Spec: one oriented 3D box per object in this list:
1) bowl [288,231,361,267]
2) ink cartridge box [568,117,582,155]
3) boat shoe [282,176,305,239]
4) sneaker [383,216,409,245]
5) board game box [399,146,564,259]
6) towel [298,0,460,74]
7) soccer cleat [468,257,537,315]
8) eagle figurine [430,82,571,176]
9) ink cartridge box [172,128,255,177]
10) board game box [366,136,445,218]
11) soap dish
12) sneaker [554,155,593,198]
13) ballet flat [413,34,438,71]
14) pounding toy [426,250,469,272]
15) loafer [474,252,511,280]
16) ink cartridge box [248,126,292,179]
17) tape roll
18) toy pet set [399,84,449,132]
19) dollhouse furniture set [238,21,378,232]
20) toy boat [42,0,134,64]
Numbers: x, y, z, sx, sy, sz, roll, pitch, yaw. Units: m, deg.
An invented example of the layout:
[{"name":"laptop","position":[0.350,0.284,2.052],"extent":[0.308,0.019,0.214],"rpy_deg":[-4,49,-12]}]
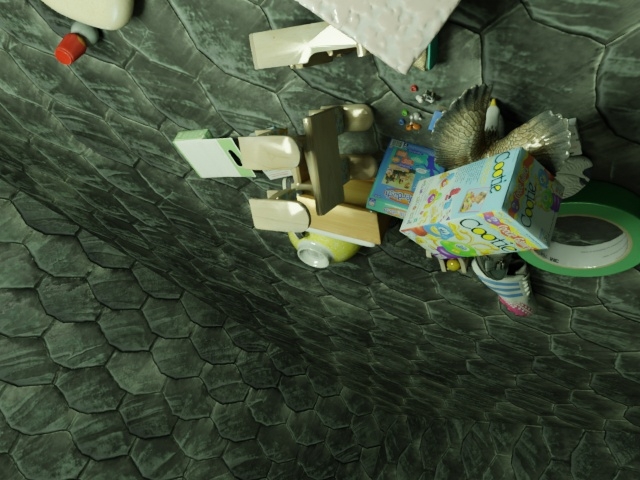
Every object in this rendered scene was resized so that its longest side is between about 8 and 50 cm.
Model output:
[{"name":"bowl","position":[0.000,0.000,1.611],"extent":[0.289,0.156,0.289],"rpy_deg":[17,150,10]},{"name":"ink cartridge box","position":[0.540,-0.223,1.019],"extent":[0.048,0.028,0.083],"rpy_deg":[-4,140,38]},{"name":"boat shoe","position":[-0.069,-0.105,1.490],"extent":[0.065,0.075,0.206],"rpy_deg":[-9,95,19]},{"name":"sneaker","position":[0.227,-0.053,1.423],"extent":[0.130,0.087,0.227],"rpy_deg":[7,157,-11]},{"name":"board game box","position":[0.323,-0.062,0.963],"extent":[0.142,0.144,0.275],"rpy_deg":[33,159,-22]},{"name":"towel","position":[0.097,-0.482,0.725],"extent":[0.332,0.053,0.317],"rpy_deg":[30,112,-14]},{"name":"soccer cleat","position":[0.613,0.135,1.463],"extent":[0.331,0.116,0.143],"rpy_deg":[32,130,-27]},{"name":"eagle figurine","position":[0.357,-0.199,0.995],"extent":[0.226,0.298,0.225],"rpy_deg":[-23,91,10]},{"name":"ink cartridge box","position":[-0.330,-0.276,1.489],"extent":[0.235,0.056,0.171],"rpy_deg":[1,144,27]},{"name":"board game box","position":[0.221,-0.150,1.168],"extent":[0.160,0.210,0.047],"rpy_deg":[19,150,8]},{"name":"soap dish","position":[0.063,-0.112,1.337],"extent":[0.291,0.229,0.118],"rpy_deg":[14,132,14]},{"name":"sneaker","position":[0.513,-0.135,1.124],"extent":[0.235,0.153,0.094],"rpy_deg":[-39,104,16]},{"name":"ballet flat","position":[0.195,-0.422,0.897],"extent":[0.067,0.073,0.206],"rpy_deg":[27,149,22]},{"name":"pounding toy","position":[0.405,0.008,1.355],"extent":[0.155,0.154,0.269],"rpy_deg":[3,145,30]},{"name":"loafer","position":[0.478,0.010,1.288],"extent":[0.096,0.084,0.267],"rpy_deg":[-23,116,-3]},{"name":"ink cartridge box","position":[-0.133,-0.245,1.399],"extent":[0.104,0.061,0.181],"rpy_deg":[-5,141,39]},{"name":"tape roll","position":[0.668,-0.022,1.210],"extent":[0.321,0.077,0.321],"rpy_deg":[17,149,11]},{"name":"toy pet set","position":[0.242,-0.281,1.088],"extent":[0.114,0.065,0.122],"rpy_deg":[19,150,6]},{"name":"dollhouse furniture set","position":[0.030,-0.255,1.007],"extent":[0.256,0.362,0.394],"rpy_deg":[5,116,30]},{"name":"toy boat","position":[-0.580,-0.576,1.114],"extent":[0.267,0.148,0.318],"rpy_deg":[25,143,-14]}]
